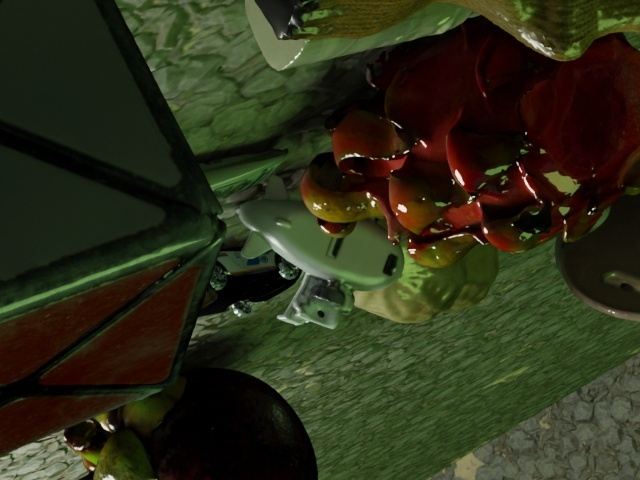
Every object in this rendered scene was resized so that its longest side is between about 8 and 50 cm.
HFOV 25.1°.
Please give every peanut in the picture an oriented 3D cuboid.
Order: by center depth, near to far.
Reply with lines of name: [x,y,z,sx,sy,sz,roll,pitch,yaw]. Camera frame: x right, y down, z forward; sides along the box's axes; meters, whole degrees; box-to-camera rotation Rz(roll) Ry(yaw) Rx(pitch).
peanut: [0.105,0.016,1.588,0.152,0.152,0.313,-34,162,19]

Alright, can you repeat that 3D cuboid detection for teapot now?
teapot: [0.043,-0.180,1.089,0.200,0.077,0.107,-17,169,-29]

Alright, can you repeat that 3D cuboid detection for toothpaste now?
toothpaste: [-0.131,-0.044,1.262,0.239,0.039,0.062,-16,162,-37]

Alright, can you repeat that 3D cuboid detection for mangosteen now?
mangosteen: [-0.152,0.293,1.753,0.300,0.300,0.300,-25,161,-9]

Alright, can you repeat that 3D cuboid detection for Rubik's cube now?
Rubik's cube: [-0.228,-0.019,0.861,0.254,0.260,0.259,-21,163,-24]

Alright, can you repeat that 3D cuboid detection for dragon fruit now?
dragon fruit: [0.134,-0.094,1.234,0.307,0.228,0.243,-13,172,-6]

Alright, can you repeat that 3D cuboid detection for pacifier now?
pacifier: [0.454,-0.018,1.862,0.332,0.220,0.273,-43,172,-36]

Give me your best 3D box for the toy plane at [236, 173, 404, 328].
toy plane: [0.001,0.000,1.403,0.174,0.174,0.080,-23,-174,-14]

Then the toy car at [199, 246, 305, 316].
toy car: [-0.098,0.043,1.506,0.095,0.056,0.205,-41,161,34]

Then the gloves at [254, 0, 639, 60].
gloves: [0.121,-0.223,0.955,0.356,0.155,0.203,-4,148,-11]

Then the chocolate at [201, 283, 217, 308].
chocolate: [-0.255,0.087,1.351,0.321,0.112,0.112,-29,171,1]
